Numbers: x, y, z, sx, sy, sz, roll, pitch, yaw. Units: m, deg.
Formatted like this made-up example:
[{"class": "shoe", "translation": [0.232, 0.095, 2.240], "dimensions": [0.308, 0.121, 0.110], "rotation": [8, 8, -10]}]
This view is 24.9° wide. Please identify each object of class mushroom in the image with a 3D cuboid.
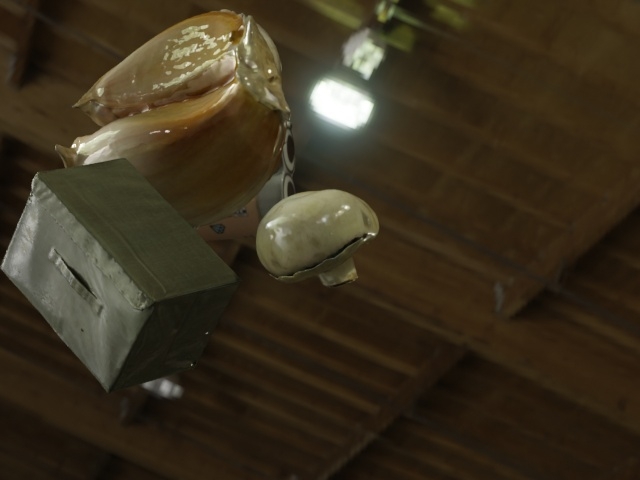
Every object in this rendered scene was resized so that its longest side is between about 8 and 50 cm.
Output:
[{"class": "mushroom", "translation": [0.000, 0.000, 1.712], "dimensions": [0.154, 0.154, 0.122], "rotation": [-17, -78, 48]}]

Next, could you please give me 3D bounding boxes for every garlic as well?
[{"class": "garlic", "translation": [-0.180, -0.163, 1.936], "dimensions": [0.313, 0.286, 0.249], "rotation": [-28, -11, 16]}]

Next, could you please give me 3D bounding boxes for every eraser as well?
[{"class": "eraser", "translation": [-0.184, -0.084, 2.119], "dimensions": [0.290, 0.171, 0.087], "rotation": [-5, -11, 14]}]

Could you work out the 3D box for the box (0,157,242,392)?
[{"class": "box", "translation": [-0.240, 0.038, 1.711], "dimensions": [0.231, 0.155, 0.149], "rotation": [44, -57, 23]}]
